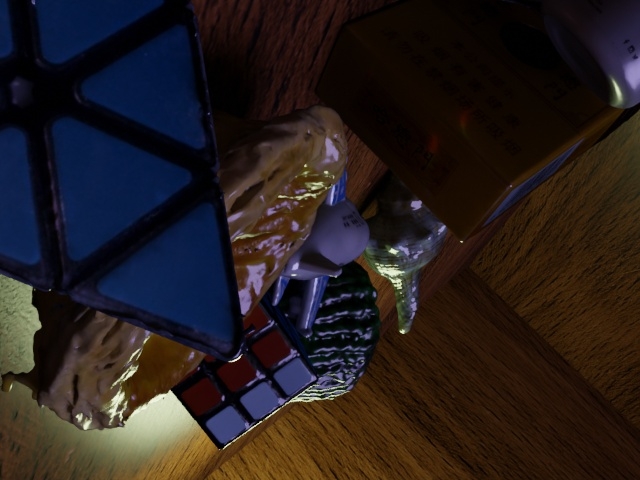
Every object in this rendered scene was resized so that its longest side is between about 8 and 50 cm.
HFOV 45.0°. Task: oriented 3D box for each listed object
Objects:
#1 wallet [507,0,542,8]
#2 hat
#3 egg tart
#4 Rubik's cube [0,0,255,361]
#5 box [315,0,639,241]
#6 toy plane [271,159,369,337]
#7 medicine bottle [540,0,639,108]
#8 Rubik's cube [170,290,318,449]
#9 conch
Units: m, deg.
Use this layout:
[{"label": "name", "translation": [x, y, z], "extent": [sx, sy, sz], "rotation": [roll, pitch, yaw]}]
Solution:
[{"label": "wallet", "translation": [0.227, -0.334, 0.817], "extent": [0.170, 0.069, 0.231], "rotation": [3, 157, -11]}, {"label": "hat", "translation": [-0.089, 0.140, 1.224], "extent": [0.332, 0.242, 0.274], "rotation": [-5, 139, -28]}, {"label": "egg tart", "translation": [-0.134, 0.007, 0.726], "extent": [0.388, 0.169, 0.388], "rotation": [-46, 171, -9]}, {"label": "Rubik's cube", "translation": [-0.171, -0.065, 0.469], "extent": [0.233, 0.228, 0.228], "rotation": [-12, -144, 12]}, {"label": "box", "translation": [0.228, -0.201, 0.962], "extent": [0.415, 0.264, 0.115], "rotation": [-31, 160, -36]}, {"label": "toy plane", "translation": [-0.005, -0.002, 1.029], "extent": [0.267, 0.123, 0.266], "rotation": [15, 90, -79]}, {"label": "medicine bottle", "translation": [0.394, -0.285, 0.821], "extent": [0.289, 0.157, 0.157], "rotation": [-38, 167, 10]}, {"label": "Rubik's cube", "translation": [-0.119, 0.136, 1.006], "extent": [0.163, 0.160, 0.162], "rotation": [-35, -158, -4]}, {"label": "conch", "translation": [0.143, 0.002, 1.494], "extent": [0.203, 0.170, 0.386], "rotation": [-88, -169, -57]}]
